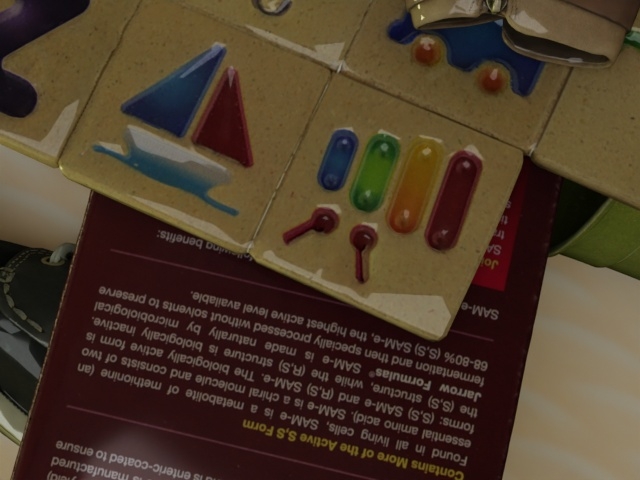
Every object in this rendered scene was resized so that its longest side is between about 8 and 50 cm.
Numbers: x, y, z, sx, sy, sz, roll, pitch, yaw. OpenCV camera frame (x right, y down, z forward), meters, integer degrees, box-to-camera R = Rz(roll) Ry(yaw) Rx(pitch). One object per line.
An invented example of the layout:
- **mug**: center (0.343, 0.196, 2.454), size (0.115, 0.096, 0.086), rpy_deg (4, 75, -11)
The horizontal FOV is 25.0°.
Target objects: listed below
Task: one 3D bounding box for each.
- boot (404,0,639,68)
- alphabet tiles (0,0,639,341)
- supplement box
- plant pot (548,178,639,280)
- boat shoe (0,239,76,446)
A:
- **boot**: center (0.077, -0.089, 0.383), size (0.119, 0.042, 0.086), rpy_deg (5, 84, 3)
- **alphabet tiles**: center (0.027, -0.158, 0.422), size (0.285, 0.011, 0.342), rpy_deg (24, 79, 6)
- **supplement box**: center (0.000, 0.000, 0.429), size (0.130, 0.073, 0.239), rpy_deg (14, 77, 2)
- **plant pot**: center (0.122, -0.013, 0.456), size (0.079, 0.083, 0.083), rpy_deg (29, 100, -8)
- **boat shoe**: center (-0.084, 0.038, 0.496), size (0.233, 0.084, 0.079), rpy_deg (38, 77, 6)
